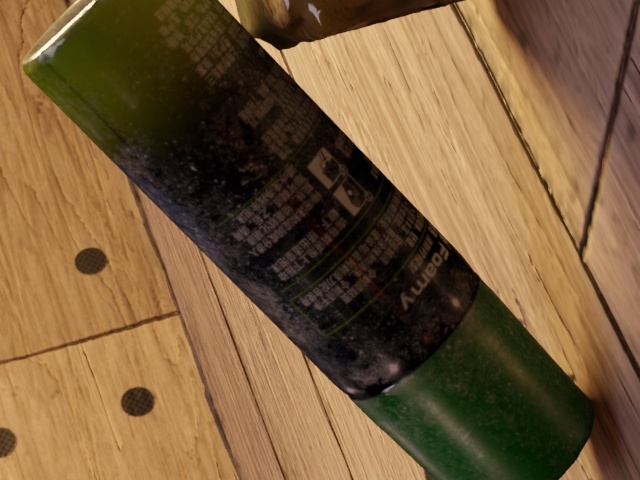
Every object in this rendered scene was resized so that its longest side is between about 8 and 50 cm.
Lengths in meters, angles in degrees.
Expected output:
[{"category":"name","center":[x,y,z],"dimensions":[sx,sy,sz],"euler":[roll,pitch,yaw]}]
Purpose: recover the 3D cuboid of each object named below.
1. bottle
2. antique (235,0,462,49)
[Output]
[{"category":"bottle","center":[0.000,0.000,0.950],"dimensions":[0.330,0.093,0.093],"euler":[46,175,-13]},{"category":"antique","center":[-0.002,-0.239,0.895],"dimensions":[0.150,0.125,0.284],"euler":[-174,69,-78]}]
